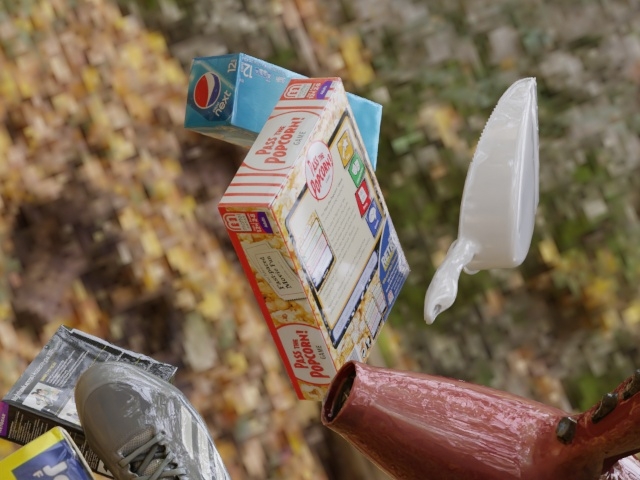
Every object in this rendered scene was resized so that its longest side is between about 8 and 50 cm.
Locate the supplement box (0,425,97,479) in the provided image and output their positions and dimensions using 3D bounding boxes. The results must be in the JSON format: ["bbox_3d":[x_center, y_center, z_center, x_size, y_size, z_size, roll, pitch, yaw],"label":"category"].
[{"bbox_3d":[-0.232,0.316,1.554,0.194,0.195,0.356,54,-18,14],"label":"supplement box"}]

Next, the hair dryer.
[{"bbox_3d":[0.146,0.087,0.982,0.080,0.294,0.223,-79,162,-46],"label":"hair dryer"}]

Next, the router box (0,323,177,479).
[{"bbox_3d":[-0.234,0.160,1.998,0.179,0.133,0.046,-59,168,-64],"label":"router box"}]

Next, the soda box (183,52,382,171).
[{"bbox_3d":[-0.034,-0.120,1.917,0.067,0.210,0.071,-2,-102,42],"label":"soda box"}]

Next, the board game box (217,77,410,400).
[{"bbox_3d":[0.000,0.000,1.460,0.146,0.045,0.193,-62,143,-42],"label":"board game box"}]

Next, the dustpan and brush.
[{"bbox_3d":[0.124,-0.010,1.520,0.211,0.060,0.147,-73,162,-45],"label":"dustpan and brush"}]

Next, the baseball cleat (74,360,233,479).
[{"bbox_3d":[-0.085,0.168,1.295,0.206,0.072,0.109,52,3,-20],"label":"baseball cleat"}]
